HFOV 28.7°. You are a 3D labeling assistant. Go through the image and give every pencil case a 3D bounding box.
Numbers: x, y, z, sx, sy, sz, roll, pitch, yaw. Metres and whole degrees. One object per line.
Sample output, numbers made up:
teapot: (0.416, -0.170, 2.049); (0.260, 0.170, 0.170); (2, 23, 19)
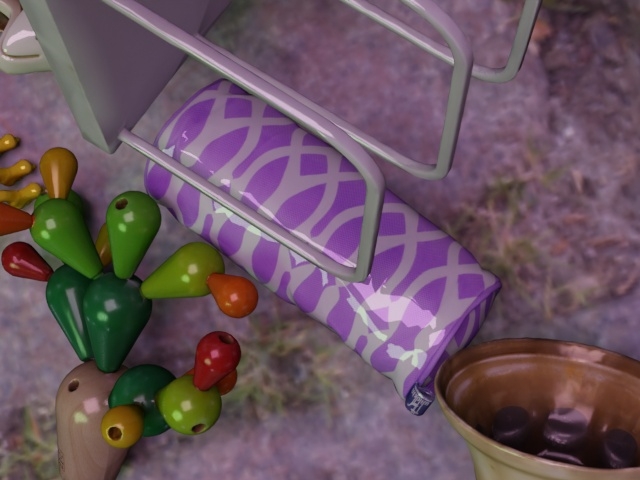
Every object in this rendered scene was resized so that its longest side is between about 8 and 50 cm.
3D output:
pencil case: (0.000, 0.000, 0.670); (0.206, 0.088, 0.086); (40, 60, 13)

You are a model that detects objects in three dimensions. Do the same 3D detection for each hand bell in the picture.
hand bell: (0.105, 0.184, 0.619); (0.126, 0.126, 0.242); (11, 111, 15)

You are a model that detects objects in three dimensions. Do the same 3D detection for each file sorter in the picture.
file sorter: (0.025, -0.144, 0.571); (0.173, 0.193, 0.278); (33, 76, 10)

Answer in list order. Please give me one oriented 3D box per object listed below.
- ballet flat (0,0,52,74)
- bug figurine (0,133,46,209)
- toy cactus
ballet flat: (-0.183, -0.131, 0.706); (0.206, 0.073, 0.067); (24, 68, 1)
bug figurine: (-0.299, -0.045, 0.750); (0.279, 0.072, 0.216); (-38, 80, 10)
toy cactus: (-0.119, 0.060, 0.673); (0.219, 0.112, 0.180); (36, 124, 37)
